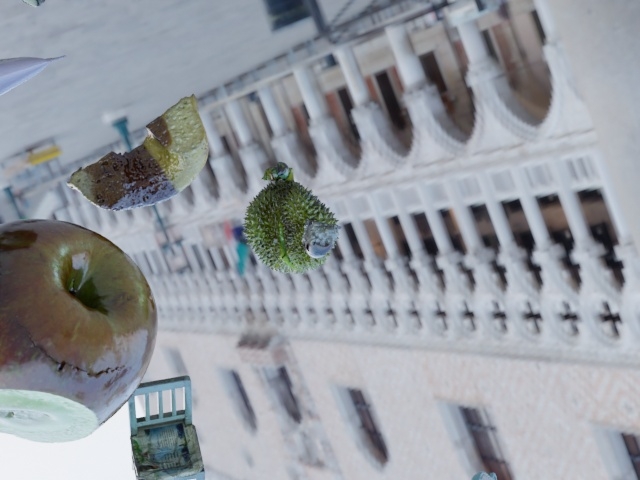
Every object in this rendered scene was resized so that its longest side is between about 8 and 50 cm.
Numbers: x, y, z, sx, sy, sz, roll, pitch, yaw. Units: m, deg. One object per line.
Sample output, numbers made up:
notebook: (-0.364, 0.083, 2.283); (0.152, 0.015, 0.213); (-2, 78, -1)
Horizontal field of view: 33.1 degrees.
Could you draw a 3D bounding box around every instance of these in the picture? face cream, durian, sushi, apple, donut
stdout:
face cream: (-0.545, -0.248, 1.703); (0.274, 0.096, 0.154); (-23, -167, -20)
durian: (-0.059, -0.025, 1.945); (0.159, 0.198, 0.146); (-42, 154, -1)
sushi: (0.000, 0.000, 1.350); (0.044, 0.046, 0.083); (11, 180, -9)
apple: (-0.454, 0.157, 1.702); (0.374, 0.374, 0.384); (-18, -172, 28)
donut: (-0.323, -0.133, 2.080); (0.295, 0.112, 0.151); (-33, 151, -3)

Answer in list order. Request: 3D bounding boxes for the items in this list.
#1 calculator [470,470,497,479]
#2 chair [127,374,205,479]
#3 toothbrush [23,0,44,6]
calculator: (0.319, 0.614, 1.984); (0.054, 0.256, 0.386); (-9, -124, 24)
chair: (-0.310, 0.420, 2.168); (0.136, 0.270, 0.147); (-8, -134, -16)
toothbrush: (-0.615, -0.501, 2.000); (0.028, 0.294, 0.026); (-25, 143, -54)
